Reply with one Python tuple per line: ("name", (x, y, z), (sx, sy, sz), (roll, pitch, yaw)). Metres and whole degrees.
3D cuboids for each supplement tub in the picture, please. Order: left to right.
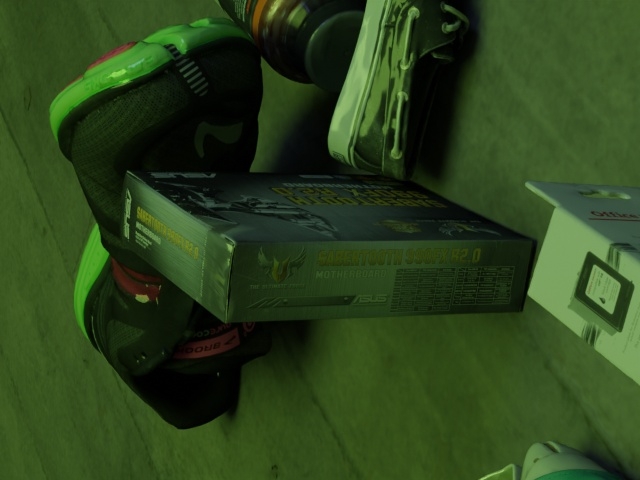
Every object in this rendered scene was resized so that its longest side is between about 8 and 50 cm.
("supplement tub", (-0.020, -0.195, 1.247), (0.198, 0.106, 0.106), (54, 132, 48))

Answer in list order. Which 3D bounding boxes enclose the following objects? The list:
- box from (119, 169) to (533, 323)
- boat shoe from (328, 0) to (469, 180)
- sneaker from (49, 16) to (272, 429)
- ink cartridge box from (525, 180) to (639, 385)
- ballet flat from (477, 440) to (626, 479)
("box", (0.000, 0.000, 1.070), (0.183, 0.231, 0.056), (30, 117, 57))
("boat shoe", (0.072, -0.153, 1.131), (0.070, 0.078, 0.219), (20, 101, 24))
("sneaker", (-0.103, -0.002, 1.274), (0.202, 0.185, 0.482), (55, 160, 25))
("ink cartridge box", (0.193, 0.029, 0.864), (0.180, 0.104, 0.060), (44, 125, 53))
("ballet flat", (0.132, 0.176, 0.984), (0.247, 0.083, 0.087), (-39, 41, 50))
